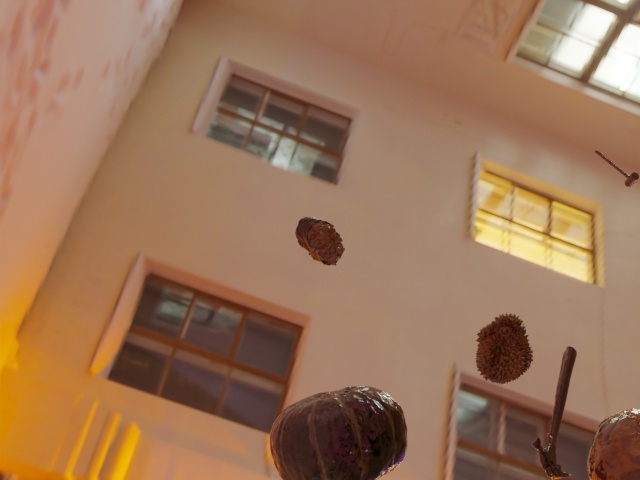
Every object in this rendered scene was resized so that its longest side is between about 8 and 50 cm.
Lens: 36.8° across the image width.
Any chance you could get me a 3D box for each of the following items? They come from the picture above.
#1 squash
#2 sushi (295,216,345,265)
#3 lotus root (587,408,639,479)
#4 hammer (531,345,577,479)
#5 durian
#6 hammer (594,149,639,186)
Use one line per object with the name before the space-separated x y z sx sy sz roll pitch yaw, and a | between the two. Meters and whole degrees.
squash | 0.030 0.357 1.740 0.252 0.252 0.165 154 -80 -80
sushi | 0.000 0.000 2.500 0.090 0.150 0.078 -47 -141 -13
lotus root | 0.479 0.341 1.382 0.180 0.188 0.199 11 56 -66
hammer | 0.417 0.289 1.677 0.027 0.125 0.297 -16 -151 31
durian | 0.431 0.264 2.267 0.158 0.137 0.168 -39 135 -30
hammer | 0.647 -0.163 2.109 0.019 0.110 0.035 -42 168 -25
